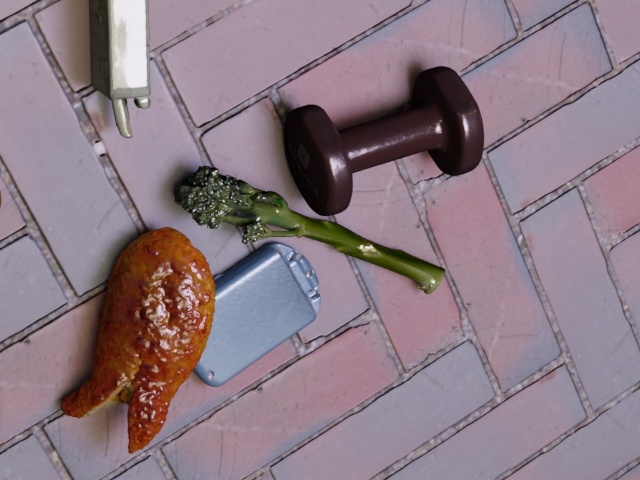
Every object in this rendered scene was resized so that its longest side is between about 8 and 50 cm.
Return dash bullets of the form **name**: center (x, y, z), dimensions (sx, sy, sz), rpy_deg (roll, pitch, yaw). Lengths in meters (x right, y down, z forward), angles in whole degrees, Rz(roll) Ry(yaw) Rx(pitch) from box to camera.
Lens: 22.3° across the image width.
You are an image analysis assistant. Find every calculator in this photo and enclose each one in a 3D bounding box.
- **calculator**: center (-0.094, 0.092, 2.014), dimensions (0.210, 0.039, 0.121), rpy_deg (-35, 114, -12)

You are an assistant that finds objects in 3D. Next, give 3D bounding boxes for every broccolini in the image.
- **broccolini**: center (-0.003, 0.003, 2.003), dimensions (0.392, 0.079, 0.074), rpy_deg (22, 77, -27)

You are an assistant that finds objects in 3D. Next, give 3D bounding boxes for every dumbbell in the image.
- **dumbbell**: center (0.076, -0.121, 1.975), dimensions (0.225, 0.140, 0.124), rpy_deg (-19, 150, -20)

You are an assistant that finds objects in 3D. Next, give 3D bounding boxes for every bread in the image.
- **bread**: center (-0.209, 0.116, 1.923), dimensions (0.139, 0.095, 0.268), rpy_deg (24, 91, 14)

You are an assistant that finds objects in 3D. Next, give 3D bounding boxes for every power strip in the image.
- **power strip**: center (-0.225, -0.254, 1.823), dimensions (0.053, 0.093, 0.288), rpy_deg (-5, 106, -22)
